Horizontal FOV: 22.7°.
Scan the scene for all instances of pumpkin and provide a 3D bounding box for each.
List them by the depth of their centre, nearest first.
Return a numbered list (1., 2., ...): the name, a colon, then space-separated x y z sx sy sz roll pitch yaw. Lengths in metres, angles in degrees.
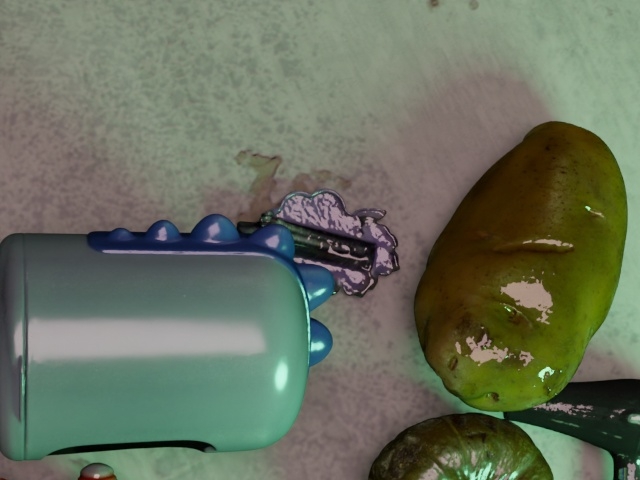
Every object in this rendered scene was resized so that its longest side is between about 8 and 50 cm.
1. pumpkin: 0.154 0.289 1.740 0.219 0.162 0.219 1 84 -7

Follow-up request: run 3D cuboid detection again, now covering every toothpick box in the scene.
1. toothpick box: -0.160 0.098 1.671 0.354 0.263 0.263 0 81 -11

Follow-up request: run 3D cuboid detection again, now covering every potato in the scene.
1. potato: 0.234 0.027 1.802 0.176 0.195 0.369 45 62 -37

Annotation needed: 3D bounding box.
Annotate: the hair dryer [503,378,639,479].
1. hair dryer: 0.310 0.288 1.811 0.235 0.091 0.272 8 84 1

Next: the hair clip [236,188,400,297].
1. hair clip: 0.000 0.000 1.816 0.195 0.052 0.124 10 85 -13

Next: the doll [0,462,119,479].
1. doll: -0.294 0.329 1.689 0.336 0.105 0.200 -9 81 -3
